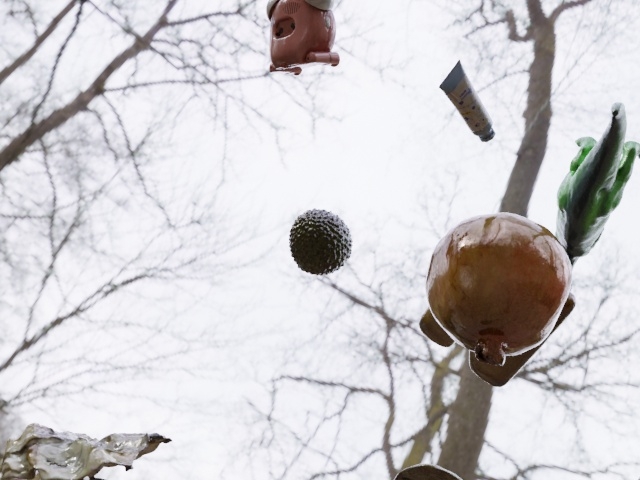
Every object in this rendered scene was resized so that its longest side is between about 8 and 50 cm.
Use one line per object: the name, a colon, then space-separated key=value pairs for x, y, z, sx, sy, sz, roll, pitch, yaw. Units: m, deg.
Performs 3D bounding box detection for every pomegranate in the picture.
pomegranate: x=0.300 y=0.089 z=1.520 sx=0.229 sy=0.270 sz=0.252 roll=20 pitch=-27 yaw=-19

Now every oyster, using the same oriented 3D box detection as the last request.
oyster: x=-0.376 y=0.308 z=1.292 sx=0.355 sy=0.201 sz=0.107 roll=-22 pitch=-99 yaw=34

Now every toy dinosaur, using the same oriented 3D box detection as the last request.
toy dinosaur: x=0.476 y=-0.048 z=1.686 sx=0.144 sy=0.374 sz=0.500 roll=24 pitch=3 yaw=21

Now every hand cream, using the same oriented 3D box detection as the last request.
hand cream: x=0.263 y=-0.238 z=1.578 sx=0.043 sy=0.065 sz=0.170 roll=22 pitch=-19 yaw=45

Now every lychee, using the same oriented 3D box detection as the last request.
lychee: x=0.000 y=0.000 z=2.103 sx=0.171 sy=0.171 sz=0.171 roll=19 pitch=-37 yaw=14

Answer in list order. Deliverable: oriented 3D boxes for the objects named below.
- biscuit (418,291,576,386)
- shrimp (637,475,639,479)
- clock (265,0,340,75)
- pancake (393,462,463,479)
biscuit: x=0.354 y=0.154 z=1.831 sx=0.237 sy=0.062 sz=0.290 roll=38 pitch=-54 yaw=6
shrimp: x=0.679 y=0.505 z=1.824 sx=0.047 sy=0.223 sz=0.126 roll=30 pitch=-55 yaw=13
clock: x=-0.042 y=-0.402 z=1.684 sx=0.166 sy=0.093 sz=0.162 roll=-1 pitch=-87 yaw=49
pancake: x=0.289 y=0.614 z=2.151 sx=0.242 sy=0.050 sz=0.242 roll=14 pitch=-47 yaw=16
